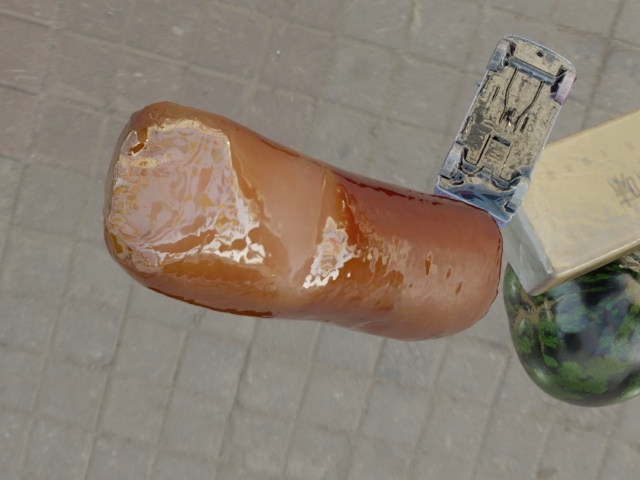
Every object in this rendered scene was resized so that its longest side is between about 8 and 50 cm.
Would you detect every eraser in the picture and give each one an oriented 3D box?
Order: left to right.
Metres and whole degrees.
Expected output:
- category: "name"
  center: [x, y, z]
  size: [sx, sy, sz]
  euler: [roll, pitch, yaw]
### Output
- category: "eraser"
  center: [0.352, -0.067, 1.199]
  size: [0.343, 0.078, 0.144]
  euler: [-22, 77, -18]

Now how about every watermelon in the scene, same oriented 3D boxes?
- category: "watermelon"
  center: [0.372, 0.092, 1.457]
  size: [0.269, 0.269, 0.269]
  euler: [0, 100, -2]

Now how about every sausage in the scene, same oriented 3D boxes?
- category: "sausage"
  center: [0.000, 0.000, 0.571]
  size: [0.300, 0.083, 0.089]
  euler: [15, 95, -48]

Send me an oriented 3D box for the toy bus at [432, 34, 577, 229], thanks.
- category: "toy bus"
  center: [0.147, -0.086, 0.889]
  size: [0.073, 0.076, 0.167]
  euler: [27, 66, 3]
